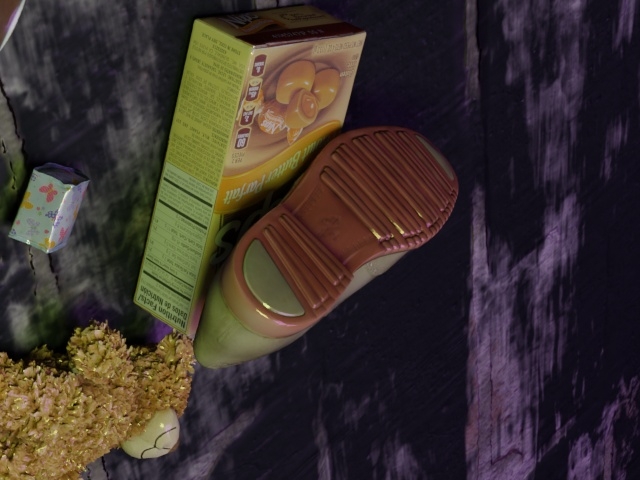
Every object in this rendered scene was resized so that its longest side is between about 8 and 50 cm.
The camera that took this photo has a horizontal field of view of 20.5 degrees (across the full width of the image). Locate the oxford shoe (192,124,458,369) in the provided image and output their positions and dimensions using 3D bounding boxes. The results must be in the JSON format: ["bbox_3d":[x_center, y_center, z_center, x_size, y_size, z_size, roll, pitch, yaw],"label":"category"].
[{"bbox_3d":[0.000,0.000,1.803,0.397,0.140,0.146,-34,172,-47],"label":"oxford shoe"}]

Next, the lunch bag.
[{"bbox_3d":[-0.247,-0.031,1.628,0.083,0.053,0.071,-36,148,-77],"label":"lunch bag"}]

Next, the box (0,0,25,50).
[{"bbox_3d":[-0.374,-0.223,1.212,0.381,0.143,0.191,19,98,-55],"label":"box"}]

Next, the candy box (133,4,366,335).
[{"bbox_3d":[-0.073,-0.074,1.808,0.183,0.087,0.316,-16,127,-49],"label":"candy box"}]

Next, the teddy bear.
[{"bbox_3d":[-0.249,0.180,1.741,0.338,0.113,0.245,22,99,-58],"label":"teddy bear"}]
